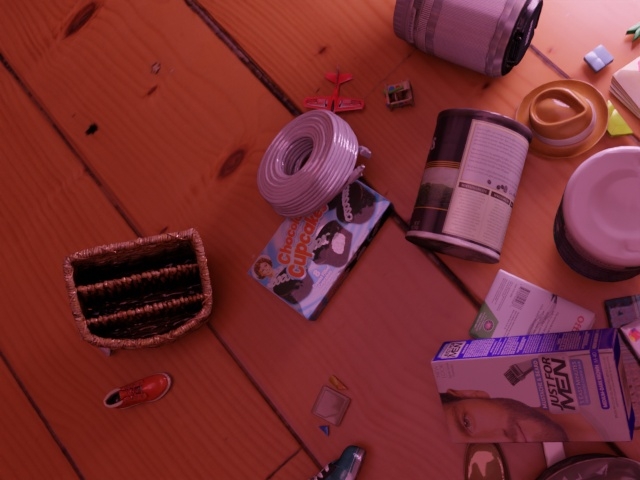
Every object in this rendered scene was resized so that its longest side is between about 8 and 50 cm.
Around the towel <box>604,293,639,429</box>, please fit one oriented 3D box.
[{"bbox_3d":[0.772,0.219,1.350,0.370,0.040,0.272,-10,77,15],"label":"towel"}]

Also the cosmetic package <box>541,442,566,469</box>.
[{"bbox_3d":[0.466,0.420,1.384,0.041,0.060,0.115,-12,76,14],"label":"cosmetic package"}]

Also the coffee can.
[{"bbox_3d":[0.308,-0.110,1.445,0.201,0.201,0.275,14,84,17],"label":"coffee can"}]

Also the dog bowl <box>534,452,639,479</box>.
[{"bbox_3d":[0.528,0.560,1.285,0.348,0.102,0.349,0,91,6],"label":"dog bowl"}]

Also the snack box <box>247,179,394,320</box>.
[{"bbox_3d":[0.000,0.000,1.583,0.187,0.060,0.322,35,91,19],"label":"snack box"}]

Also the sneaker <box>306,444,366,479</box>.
[{"bbox_3d":[-0.019,0.549,1.466,0.121,0.108,0.302,32,91,14],"label":"sneaker"}]

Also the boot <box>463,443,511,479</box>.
[{"bbox_3d":[0.319,0.519,1.328,0.095,0.203,0.262,-1,81,14],"label":"boot"}]

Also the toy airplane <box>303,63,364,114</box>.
[{"bbox_3d":[0.034,-0.347,1.652,0.151,0.028,0.151,-2,80,13],"label":"toy airplane"}]

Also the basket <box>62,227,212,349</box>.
[{"bbox_3d":[-0.393,0.125,1.532,0.299,0.223,0.214,-11,75,-14],"label":"basket"}]

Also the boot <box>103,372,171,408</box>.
[{"bbox_3d":[-0.429,0.356,1.624,0.158,0.084,0.059,-25,73,8],"label":"boot"}]

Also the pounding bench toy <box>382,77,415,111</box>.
[{"bbox_3d":[0.175,-0.337,1.583,0.065,0.083,0.052,-10,78,12],"label":"pounding bench toy"}]

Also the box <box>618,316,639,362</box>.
[{"bbox_3d":[0.701,0.189,1.336,0.186,0.038,0.145,-30,73,9],"label":"box"}]

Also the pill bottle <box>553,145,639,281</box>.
[{"bbox_3d":[0.542,-0.030,1.284,0.204,0.361,0.204,-3,79,14],"label":"pill bottle"}]

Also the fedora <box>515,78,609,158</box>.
[{"bbox_3d":[0.507,-0.269,1.471,0.194,0.079,0.194,-5,78,25],"label":"fedora"}]

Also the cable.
[{"bbox_3d":[-0.033,-0.172,1.550,0.257,0.089,0.257,-46,40,12],"label":"cable"}]

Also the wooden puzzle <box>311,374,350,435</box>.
[{"bbox_3d":[0.023,0.366,1.537,0.078,0.014,0.116,31,89,22],"label":"wooden puzzle"}]

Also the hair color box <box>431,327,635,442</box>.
[{"bbox_3d":[0.403,0.283,1.329,0.338,0.110,0.185,-10,102,30],"label":"hair color box"}]

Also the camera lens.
[{"bbox_3d":[0.323,-0.492,1.499,0.274,0.219,0.219,25,88,18],"label":"camera lens"}]

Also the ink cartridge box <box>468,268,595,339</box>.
[{"bbox_3d":[0.431,0.174,1.421,0.208,0.087,0.153,27,88,18],"label":"ink cartridge box"}]

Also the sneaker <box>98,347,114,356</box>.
[{"bbox_3d":[-0.464,0.207,1.676,0.190,0.071,0.083,-41,86,8],"label":"sneaker"}]

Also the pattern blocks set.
[{"bbox_3d":[0.724,-0.314,1.461,0.285,0.026,0.325,-26,75,9],"label":"pattern blocks set"}]
